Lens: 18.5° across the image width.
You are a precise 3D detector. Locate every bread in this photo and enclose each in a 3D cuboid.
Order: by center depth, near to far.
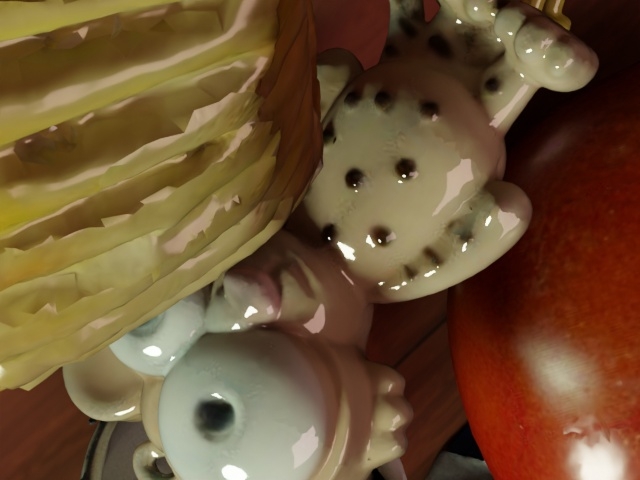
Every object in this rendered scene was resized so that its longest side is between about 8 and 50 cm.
[{"bbox_3d":[-0.073,-0.091,0.555,0.274,0.149,0.274,180,-90,-88],"label":"bread"}]

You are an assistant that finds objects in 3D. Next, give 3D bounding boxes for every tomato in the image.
[{"bbox_3d":[0.223,0.059,1.112,0.293,0.290,0.325,-22,132,2],"label":"tomato"}]

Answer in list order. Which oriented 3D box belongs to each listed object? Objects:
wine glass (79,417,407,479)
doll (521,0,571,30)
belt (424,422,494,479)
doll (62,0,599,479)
[{"bbox_3d":[-0.050,0.180,0.972,0.165,0.165,0.196,-31,150,-39],"label":"wine glass"},{"bbox_3d":[0.129,-0.174,0.985,0.098,0.057,0.143,-13,124,-57],"label":"doll"},{"bbox_3d":[0.181,0.198,1.288,0.347,0.212,0.117,-45,152,-28],"label":"belt"},{"bbox_3d":[0.002,0.001,0.857,0.278,0.154,0.119,-61,157,6],"label":"doll"}]
